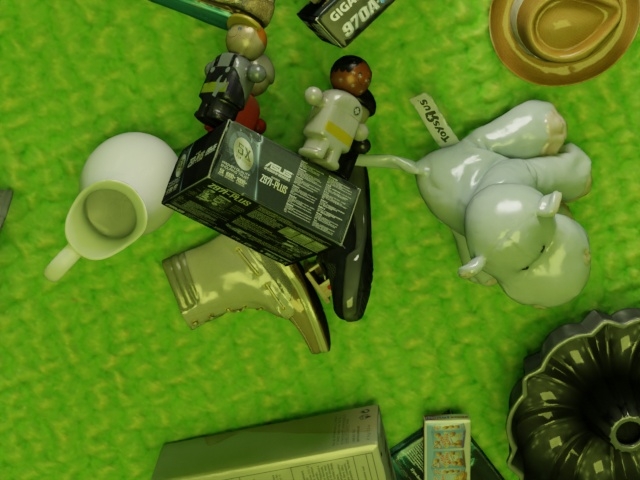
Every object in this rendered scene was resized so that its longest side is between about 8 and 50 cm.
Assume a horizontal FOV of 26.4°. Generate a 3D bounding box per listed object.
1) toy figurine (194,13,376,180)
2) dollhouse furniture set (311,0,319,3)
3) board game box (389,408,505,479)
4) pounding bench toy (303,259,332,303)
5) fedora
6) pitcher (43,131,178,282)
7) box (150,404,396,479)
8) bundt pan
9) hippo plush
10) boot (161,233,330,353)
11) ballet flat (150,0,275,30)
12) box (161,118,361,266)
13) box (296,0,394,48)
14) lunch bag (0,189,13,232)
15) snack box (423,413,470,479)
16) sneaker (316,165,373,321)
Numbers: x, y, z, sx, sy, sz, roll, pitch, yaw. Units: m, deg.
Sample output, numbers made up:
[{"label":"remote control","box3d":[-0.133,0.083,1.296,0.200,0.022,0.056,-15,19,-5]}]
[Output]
[{"label":"toy figurine","box3d":[-0.037,-0.163,1.628,0.213,0.209,0.148,20,78,6]},{"label":"dollhouse furniture set","box3d":[-0.039,-0.418,1.549,0.212,0.161,0.242,-33,118,33]},{"label":"board game box","box3d":[0.185,0.341,1.912,0.126,0.026,0.186,-35,106,8]},{"label":"pounding bench toy","box3d":[0.028,0.050,1.798,0.065,0.052,0.083,-33,106,8]},{"label":"fedora","box3d":[0.308,-0.274,1.690,0.194,0.079,0.194,-1,108,-3]},{"label":"pitcher","box3d":[-0.258,-0.040,1.675,0.177,0.207,0.125,-40,102,20]},{"label":"box","box3d":[-0.058,0.332,1.835,0.311,0.121,0.148,-10,108,7]},{"label":"bundt pan","box3d":[0.401,0.235,1.836,0.330,0.124,0.331,-1,107,-2]},{"label":"hippo plush","box3d":[0.241,-0.051,1.656,0.234,0.236,0.294,-44,115,4]},{"label":"boot","box3d":[-0.095,0.082,1.791,0.165,0.077,0.213,-28,102,6]},{"label":"ballet flat","box3d":[-0.218,-0.343,1.639,0.348,0.123,0.123,15,107,-6]},{"label":"box","box3d":[-0.071,-0.051,1.586,0.180,0.147,0.078,27,69,-20]},{"label":"box","box3d":[0.077,-0.320,1.601,0.220,0.175,0.051,-43,104,3]},{"label":"lunch bag","box3d":[-0.545,0.053,1.720,0.235,0.169,0.287,18,114,-11]},{"label":"snack box","box3d":[0.174,0.324,1.880,0.064,0.022,0.178,-2,108,-1]},{"label":"sneaker","box3d":[0.000,0.000,1.723,0.130,0.087,0.228,-7,68,9]}]
